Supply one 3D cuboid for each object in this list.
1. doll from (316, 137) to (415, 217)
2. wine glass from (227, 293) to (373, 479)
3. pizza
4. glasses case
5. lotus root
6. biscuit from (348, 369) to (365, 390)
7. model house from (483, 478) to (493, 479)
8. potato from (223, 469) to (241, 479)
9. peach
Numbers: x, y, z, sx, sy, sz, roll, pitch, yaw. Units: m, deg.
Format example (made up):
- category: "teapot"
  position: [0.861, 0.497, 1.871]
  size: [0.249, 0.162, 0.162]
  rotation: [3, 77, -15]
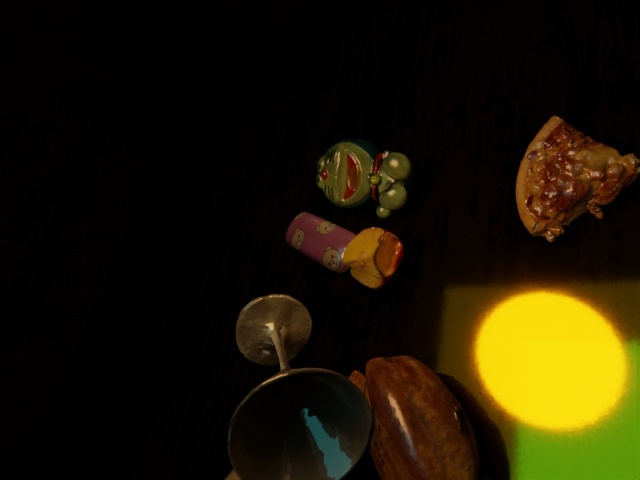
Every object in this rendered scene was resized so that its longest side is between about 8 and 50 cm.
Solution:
- category: "doll"
  position: [0.122, -0.177, 1.182]
  size: [0.321, 0.186, 0.199]
  rotation: [21, 111, 33]
- category: "wine glass"
  position: [-0.072, 0.285, 0.919]
  size: [0.267, 0.267, 0.406]
  rotation: [-51, 20, 6]
- category: "pizza"
  position: [0.505, -0.138, 0.843]
  size: [0.228, 0.081, 0.290]
  rotation: [4, 66, 46]
- category: "glasses case"
  position: [0.000, 0.000, 1.264]
  size: [0.316, 0.075, 0.123]
  rotation: [28, 85, 50]
- category: "lotus root"
  position: [0.183, 0.355, 0.783]
  size: [0.193, 0.193, 0.291]
  rotation: [-44, 36, 15]
- category: "biscuit"
  position: [0.066, 0.411, 0.963]
  size: [0.126, 0.025, 0.206]
  rotation: [25, 85, 51]
- category: "model house"
  position: [0.244, 0.504, 0.573]
  size: [0.243, 0.211, 0.204]
  rotation: [-48, 38, 3]
- category: "potato"
  position: [-0.129, 0.568, 0.962]
  size: [0.251, 0.159, 0.174]
  rotation: [-26, 21, 16]
- category: "peach"
  position: [0.134, 0.038, 1.074]
  size: [0.151, 0.118, 0.152]
  rotation: [22, 124, 36]
